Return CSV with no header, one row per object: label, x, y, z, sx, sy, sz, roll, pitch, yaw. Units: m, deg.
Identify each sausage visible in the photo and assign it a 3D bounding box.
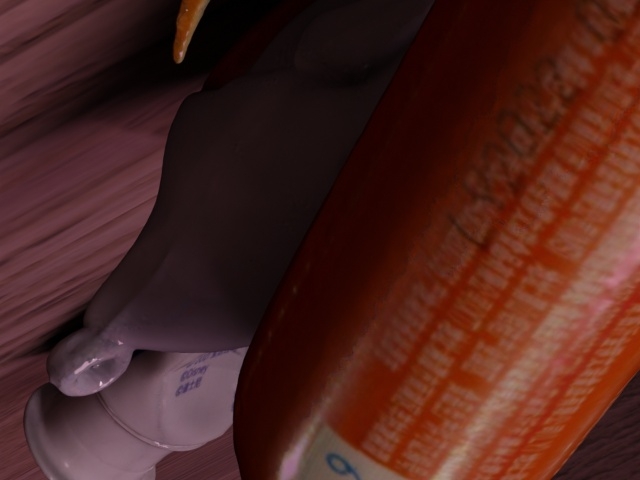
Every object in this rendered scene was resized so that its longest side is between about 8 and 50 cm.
sausage,0.041,-0.013,0.370,0.083,0.083,0.264,-18,150,-40

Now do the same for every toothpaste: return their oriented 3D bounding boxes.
toothpaste,0.000,0.000,0.659,0.266,0.061,0.096,-41,163,31

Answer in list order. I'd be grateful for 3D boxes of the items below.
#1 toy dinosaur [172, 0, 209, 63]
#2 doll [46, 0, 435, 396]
toy dinosaur,0.003,-0.070,0.347,0.041,0.026,0.113,-13,155,-30
doll,0.027,-0.036,0.466,0.227,0.075,0.102,-37,152,0
